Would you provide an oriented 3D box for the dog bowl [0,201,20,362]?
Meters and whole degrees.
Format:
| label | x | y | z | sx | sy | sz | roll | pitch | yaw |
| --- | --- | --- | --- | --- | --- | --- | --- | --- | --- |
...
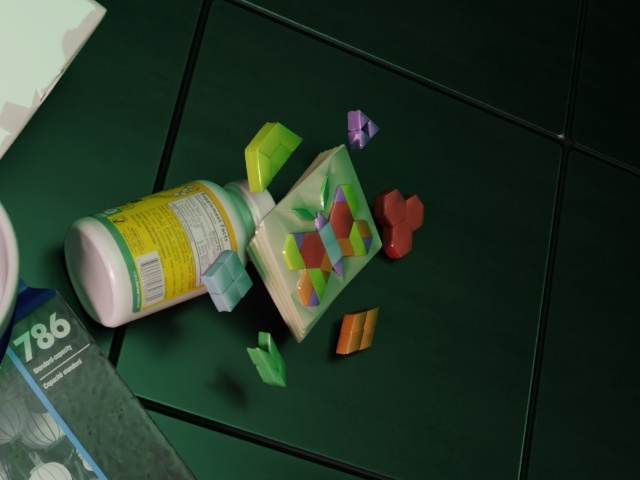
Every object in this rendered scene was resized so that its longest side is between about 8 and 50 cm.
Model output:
| label | x | y | z | sx | sy | sz | roll | pitch | yaw |
| --- | --- | --- | --- | --- | --- | --- | --- | --- | --- |
| dog bowl | -0.410 | 0.043 | 1.311 | 0.264 | 0.104 | 0.265 | 7 | 57 | -10 |

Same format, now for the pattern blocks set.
| label | x | y | z | sx | sy | sz | roll | pitch | yaw |
| --- | --- | --- | --- | --- | --- | --- | --- | --- | --- |
| pattern blocks set | 0.000 | 0.000 | 1.536 | 0.285 | 0.026 | 0.325 | 56 | 50 | -35 |

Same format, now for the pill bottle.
| label | x | y | z | sx | sy | sz | roll | pitch | yaw |
| --- | --- | --- | --- | --- | --- | --- | --- | --- | --- |
| pill bottle | -0.148 | 0.004 | 1.487 | 0.208 | 0.117 | 0.118 | -21 | 82 | -30 |

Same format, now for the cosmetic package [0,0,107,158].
| label | x | y | z | sx | sy | sz | roll | pitch | yaw |
| --- | --- | --- | --- | --- | --- | --- | --- | --- | --- |
| cosmetic package | -0.416 | -0.248 | 1.392 | 0.365 | 0.155 | 0.197 | 39 | 75 | -14 |

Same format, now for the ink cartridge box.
| label | x | y | z | sx | sy | sz | roll | pitch | yaw |
| --- | --- | --- | --- | --- | --- | --- | --- | --- | --- |
| ink cartridge box | -0.268 | 0.176 | 1.398 | 0.165 | 0.065 | 0.333 | -38 | 90 | -31 |
